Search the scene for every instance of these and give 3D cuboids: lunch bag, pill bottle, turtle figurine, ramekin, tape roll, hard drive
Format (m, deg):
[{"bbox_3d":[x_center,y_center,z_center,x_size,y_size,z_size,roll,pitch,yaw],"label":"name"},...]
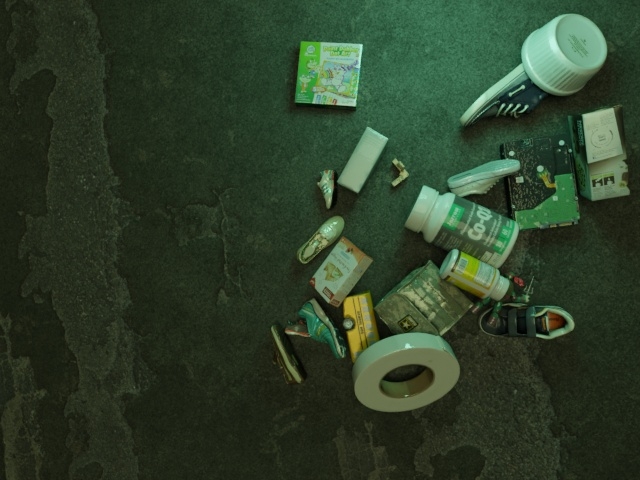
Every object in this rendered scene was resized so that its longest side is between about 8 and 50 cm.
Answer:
[{"bbox_3d":[0.371,0.250,1.555,0.287,0.169,0.235,-43,85,-4],"label":"lunch bag"},{"bbox_3d":[0.533,0.124,1.448,0.215,0.117,0.117,27,94,5],"label":"pill bottle"},{"bbox_3d":[0.657,0.190,1.531,0.175,0.118,0.234,40,97,41],"label":"turtle figurine"},{"bbox_3d":[0.862,-0.657,1.459,0.273,0.127,0.272,3,77,-13],"label":"ramekin"},{"bbox_3d":[0.505,-0.051,1.527,0.361,0.204,0.204,25,94,7],"label":"pill bottle"},{"bbox_3d":[0.309,0.488,1.521,0.393,0.072,0.391,-4,126,-5],"label":"tape roll"},{"bbox_3d":[0.814,-0.212,1.552,0.237,0.064,0.338,-8,89,8],"label":"hard drive"}]

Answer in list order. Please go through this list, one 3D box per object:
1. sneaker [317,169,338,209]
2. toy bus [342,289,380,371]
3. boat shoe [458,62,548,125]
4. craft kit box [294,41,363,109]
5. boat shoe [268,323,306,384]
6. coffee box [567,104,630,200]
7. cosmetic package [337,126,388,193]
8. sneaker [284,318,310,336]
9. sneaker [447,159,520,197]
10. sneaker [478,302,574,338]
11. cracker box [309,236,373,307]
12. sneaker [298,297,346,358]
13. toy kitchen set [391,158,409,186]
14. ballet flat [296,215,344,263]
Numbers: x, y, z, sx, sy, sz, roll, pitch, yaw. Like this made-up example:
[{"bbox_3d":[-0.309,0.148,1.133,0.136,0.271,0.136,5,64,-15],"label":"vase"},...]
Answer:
[{"bbox_3d":[0.025,-0.205,1.676,0.076,0.057,0.161,4,93,25],"label":"sneaker"},{"bbox_3d":[0.164,0.373,1.633,0.130,0.108,0.332,-12,89,7],"label":"toy bus"},{"bbox_3d":[0.686,-0.500,1.529,0.341,0.127,0.158,-40,83,3],"label":"boat shoe"},{"bbox_3d":[0.034,-0.656,1.663,0.250,0.061,0.246,6,89,8],"label":"craft kit box"},{"bbox_3d":[-0.157,0.470,1.688,0.095,0.095,0.257,-27,87,14],"label":"boat shoe"},{"bbox_3d":[0.959,-0.303,1.440,0.119,0.168,0.296,-11,103,19],"label":"coffee box"},{"bbox_3d":[0.165,-0.299,1.613,0.107,0.127,0.237,32,93,6],"label":"cosmetic package"},{"bbox_3d":[-0.068,0.352,1.691,0.158,0.061,0.064,4,84,7],"label":"sneaker"},{"bbox_3d":[0.611,-0.227,1.556,0.258,0.094,0.091,-14,119,30],"label":"sneaker"},{"bbox_3d":[0.758,0.297,1.539,0.322,0.127,0.126,-8,91,10],"label":"sneaker"},{"bbox_3d":[0.077,0.120,1.619,0.232,0.067,0.156,-55,41,6],"label":"cracker box"},{"bbox_3d":[0.009,0.353,1.625,0.110,0.107,0.275,-38,54,1],"label":"sneaker"},{"bbox_3d":[0.291,-0.266,1.623,0.075,0.068,0.083,-39,85,7],"label":"toy kitchen set"},{"bbox_3d":[0.000,0.000,1.663,0.086,0.086,0.248,44,96,5],"label":"ballet flat"}]
